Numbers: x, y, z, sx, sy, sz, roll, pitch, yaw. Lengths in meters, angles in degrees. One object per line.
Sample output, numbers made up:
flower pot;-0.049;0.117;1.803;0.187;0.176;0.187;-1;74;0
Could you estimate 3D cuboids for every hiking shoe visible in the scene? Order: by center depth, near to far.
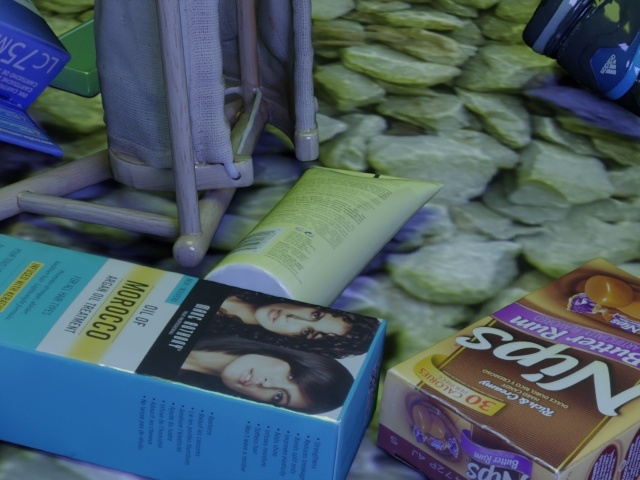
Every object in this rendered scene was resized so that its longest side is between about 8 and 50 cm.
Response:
hiking shoe;0.283;-0.163;1.277;0.304;0.113;0.132;-24;65;-44

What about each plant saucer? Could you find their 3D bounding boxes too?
plant saucer;-0.152;-0.156;1.238;0.067;0.018;0.192;18;30;19

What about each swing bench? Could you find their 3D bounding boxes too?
swing bench;-0.091;-0.157;0.989;0.165;0.253;0.254;10;29;25

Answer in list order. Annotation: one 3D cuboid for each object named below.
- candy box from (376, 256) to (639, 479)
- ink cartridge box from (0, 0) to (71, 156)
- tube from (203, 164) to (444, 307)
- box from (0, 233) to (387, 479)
candy box;0.131;0.078;0.841;0.109;0.053;0.186;29;38;34
ink cartridge box;-0.283;-0.192;1.057;0.311;0.065;0.186;54;18;27
tube;0.000;0.000;0.955;0.070;0.062;0.240;46;28;-3
box;-0.097;0.061;0.815;0.244;0.060;0.100;12;30;10
